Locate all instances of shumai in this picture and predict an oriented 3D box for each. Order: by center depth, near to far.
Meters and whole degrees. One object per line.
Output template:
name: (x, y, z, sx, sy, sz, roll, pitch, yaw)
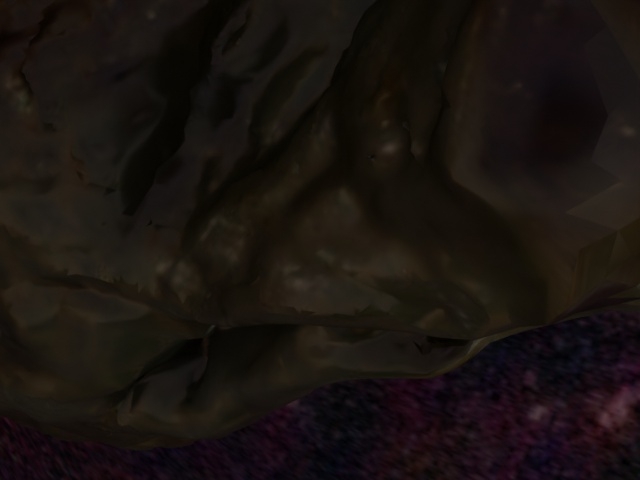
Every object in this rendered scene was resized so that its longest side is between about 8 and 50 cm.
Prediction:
shumai: (0.000, 0.000, 0.494, 0.222, 0.203, 0.272, -7, 137, -35)
